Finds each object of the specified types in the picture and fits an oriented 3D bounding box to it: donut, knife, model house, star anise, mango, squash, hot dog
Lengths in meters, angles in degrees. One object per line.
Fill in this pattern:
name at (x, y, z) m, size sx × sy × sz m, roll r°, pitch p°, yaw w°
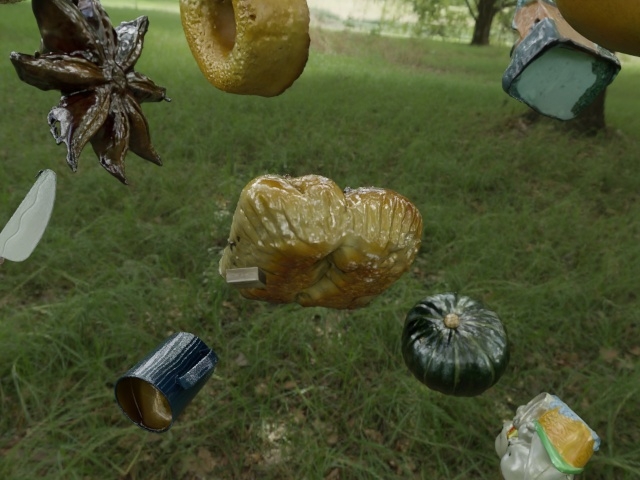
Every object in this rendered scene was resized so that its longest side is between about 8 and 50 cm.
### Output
donut at (-0.143, -0.379, 0.901) m, size 0.108 × 0.278 × 0.277 m, roll -22°, pitch 36°, yaw -38°
knife at (-0.594, 0.012, 1.008) m, size 0.081 × 0.336 × 0.043 m, roll 40°, pitch 7°, yaw -9°
model house at (0.529, -0.464, 1.247) m, size 0.252 × 0.184 × 0.292 m, roll 9°, pitch 57°, yaw -26°
star anise at (-0.282, -0.188, 0.639) m, size 0.102 × 0.272 × 0.272 m, roll -4°, pitch 21°, yaw 18°
mango at (0.373, -0.283, 0.617) m, size 0.151 × 0.120 × 0.221 m, roll 13°, pitch 30°, yaw -44°
squash at (0.263, 0.202, 1.048) m, size 0.217 × 0.172 × 0.218 m, roll -11°, pitch 56°, yaw 16°
hot dog at (0.000, 0.000, 0.997) m, size 0.366 × 0.196 × 0.365 m, roll 5°, pitch -18°, yaw -11°

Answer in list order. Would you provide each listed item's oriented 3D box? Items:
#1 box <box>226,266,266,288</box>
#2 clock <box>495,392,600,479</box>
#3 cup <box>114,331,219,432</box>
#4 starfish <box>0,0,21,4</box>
box at (-0.122, 0.063, 0.882) m, size 0.053 × 0.024 × 0.083 m, roll -5°, pitch -15°, yaw 1°
clock at (0.323, 0.303, 0.779) m, size 0.103 × 0.144 × 0.231 m, roll 47°, pitch 6°, yaw 17°
cup at (-0.245, 0.239, 0.905) m, size 0.149 × 0.114 × 0.138 m, roll 5°, pitch 26°, yaw 21°
starfish at (-0.303, -0.240, 0.436) m, size 0.277 × 0.062 × 0.236 m, roll -29°, pitch 66°, yaw -38°
